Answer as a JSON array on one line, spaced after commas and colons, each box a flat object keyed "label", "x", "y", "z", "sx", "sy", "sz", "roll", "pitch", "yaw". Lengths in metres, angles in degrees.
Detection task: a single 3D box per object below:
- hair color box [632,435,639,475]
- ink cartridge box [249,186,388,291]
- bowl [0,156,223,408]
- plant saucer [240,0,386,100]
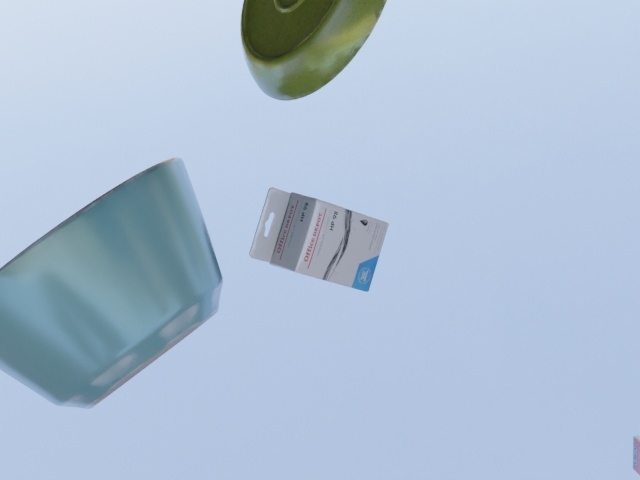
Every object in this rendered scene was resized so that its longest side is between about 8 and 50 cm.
[{"label": "hair color box", "x": 0.406, "y": 0.256, "z": 1.260, "sx": 0.072, "sy": 0.043, "sz": 0.141, "roll": -1, "pitch": -175, "yaw": 1}, {"label": "ink cartridge box", "x": 0.000, "y": 0.000, "z": 1.519, "sx": 0.180, "sy": 0.104, "sz": 0.060, "roll": 16, "pitch": 180, "yaw": -42}, {"label": "bowl", "x": -0.228, "y": 0.065, "z": 1.211, "sx": 0.311, "sy": 0.163, "sz": 0.311, "roll": -37, "pitch": -178, "yaw": 1}, {"label": "plant saucer", "x": -0.014, "y": -0.266, "z": 1.180, "sx": 0.037, "sy": 0.241, "sz": 0.241, "roll": 20, "pitch": -177, "yaw": -37}]
